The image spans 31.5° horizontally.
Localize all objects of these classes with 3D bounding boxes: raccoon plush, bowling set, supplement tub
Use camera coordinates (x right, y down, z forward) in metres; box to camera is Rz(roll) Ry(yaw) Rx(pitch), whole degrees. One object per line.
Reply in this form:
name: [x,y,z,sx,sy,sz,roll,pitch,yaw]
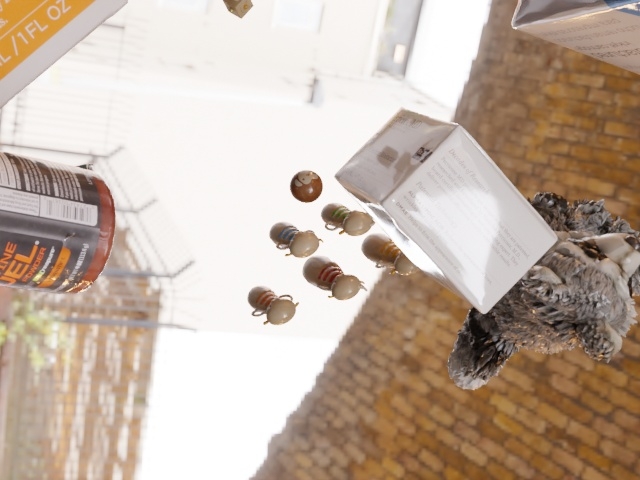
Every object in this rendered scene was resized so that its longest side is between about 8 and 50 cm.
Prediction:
raccoon plush: [0.314,0.140,1.617,0.299,0.216,0.446,-51,166,-56]
bowling set: [0.000,0.000,1.770,0.154,0.287,0.200,29,-38,63]
supplement tub: [-0.262,-0.019,0.860,0.106,0.198,0.106,-13,-107,46]

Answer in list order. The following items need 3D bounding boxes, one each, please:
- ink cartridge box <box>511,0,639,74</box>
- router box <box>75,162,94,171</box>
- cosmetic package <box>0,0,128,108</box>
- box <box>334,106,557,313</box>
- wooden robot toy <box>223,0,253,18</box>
ink cartridge box: [0.288,-0.125,0.562,0.223,0.307,0.129,-168,-86,-73]
router box: [-0.352,-0.045,1.506,0.038,0.122,0.092,-75,152,-84]
cosmetic package: [-0.408,-0.315,0.981,0.230,0.453,0.161,-48,-156,-23]
box: [0.135,-0.038,1.261,0.119,0.182,0.181,-45,-160,-3]
wooden robot toy: [-0.120,-0.379,1.506,0.079,0.173,0.076,-48,-135,-13]
